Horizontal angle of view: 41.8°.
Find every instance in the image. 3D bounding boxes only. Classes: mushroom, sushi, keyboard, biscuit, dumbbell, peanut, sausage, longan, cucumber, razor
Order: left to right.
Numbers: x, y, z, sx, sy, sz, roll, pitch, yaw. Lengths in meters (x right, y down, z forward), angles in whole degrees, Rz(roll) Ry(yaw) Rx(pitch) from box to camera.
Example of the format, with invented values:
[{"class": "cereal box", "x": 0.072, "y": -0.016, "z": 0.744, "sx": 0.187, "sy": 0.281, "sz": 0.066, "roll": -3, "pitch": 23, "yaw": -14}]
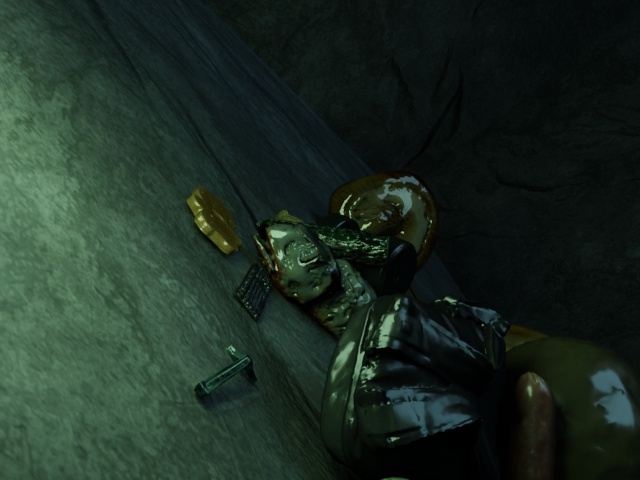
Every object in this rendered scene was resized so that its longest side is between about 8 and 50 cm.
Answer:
[{"class": "biscuit", "x": -0.195, "y": -0.040, "z": 1.516, "sx": 0.133, "sy": 0.027, "sz": 0.184, "roll": 41, "pitch": 14, "yaw": -38}, {"class": "razor", "x": -0.125, "y": 0.176, "z": 1.120, "sx": 0.066, "sy": 0.033, "sz": 0.190, "roll": 52, "pitch": 12, "yaw": 6}, {"class": "keyboard", "x": -0.114, "y": 0.086, "z": 1.475, "sx": 0.060, "sy": 0.018, "sz": 0.195, "roll": 53, "pitch": 12, "yaw": -9}, {"class": "peanut", "x": -0.051, "y": 0.005, "z": 1.822, "sx": 0.174, "sy": 0.080, "sz": 0.080, "roll": 53, "pitch": 11, "yaw": 30}, {"class": "sushi", "x": -0.001, "y": 0.076, "z": 1.652, "sx": 0.332, "sy": 0.130, "sz": 0.124, "roll": 46, "pitch": 18, "yaw": -40}, {"class": "cucumber", "x": 0.000, "y": 0.000, "z": 1.734, "sx": 0.293, "sy": 0.068, "sz": 0.067, "roll": 10, "pitch": 2, "yaw": 15}, {"class": "dumbbell", "x": 0.089, "y": 0.042, "z": 1.857, "sx": 0.218, "sy": 0.152, "sz": 0.152, "roll": 24, "pitch": -6, "yaw": 34}, {"class": "mushroom", "x": 0.189, "y": -0.037, "z": 2.346, "sx": 0.345, "sy": 0.345, "sz": 0.259, "roll": 48, "pitch": -13, "yaw": -17}, {"class": "sausage", "x": 0.338, "y": 0.435, "z": 1.383, "sx": 0.088, "sy": 0.088, "sz": 0.433, "roll": 18, "pitch": 78, "yaw": -70}, {"class": "longan", "x": 0.460, "y": 0.391, "z": 1.622, "sx": 0.404, "sy": 0.404, "sz": 0.436, "roll": 56, "pitch": -31, "yaw": 22}]

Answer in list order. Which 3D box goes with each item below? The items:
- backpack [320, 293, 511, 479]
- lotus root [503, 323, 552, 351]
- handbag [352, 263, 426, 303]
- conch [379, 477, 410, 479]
[{"class": "backpack", "x": 0.162, "y": 0.251, "z": 1.316, "sx": 0.445, "sy": 0.254, "sz": 0.363, "roll": 26, "pitch": 65, "yaw": -54}, {"class": "lotus root", "x": 0.397, "y": 0.359, "z": 2.039, "sx": 0.250, "sy": 0.316, "sz": 0.316, "roll": 16, "pitch": 7, "yaw": 11}, {"class": "handbag", "x": 0.184, "y": 0.185, "z": 2.003, "sx": 0.283, "sy": 0.149, "sz": 0.302, "roll": 42, "pitch": 13, "yaw": -47}, {"class": "conch", "x": 0.090, "y": 0.391, "z": 1.125, "sx": 0.153, "sy": 0.102, "sz": 0.135, "roll": 0, "pitch": 65, "yaw": -34}]
